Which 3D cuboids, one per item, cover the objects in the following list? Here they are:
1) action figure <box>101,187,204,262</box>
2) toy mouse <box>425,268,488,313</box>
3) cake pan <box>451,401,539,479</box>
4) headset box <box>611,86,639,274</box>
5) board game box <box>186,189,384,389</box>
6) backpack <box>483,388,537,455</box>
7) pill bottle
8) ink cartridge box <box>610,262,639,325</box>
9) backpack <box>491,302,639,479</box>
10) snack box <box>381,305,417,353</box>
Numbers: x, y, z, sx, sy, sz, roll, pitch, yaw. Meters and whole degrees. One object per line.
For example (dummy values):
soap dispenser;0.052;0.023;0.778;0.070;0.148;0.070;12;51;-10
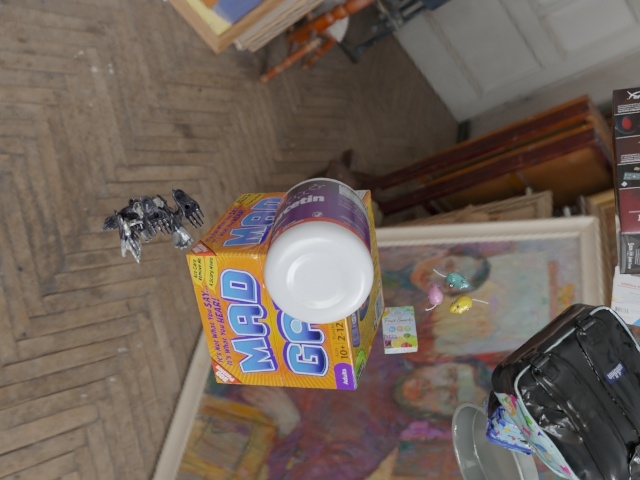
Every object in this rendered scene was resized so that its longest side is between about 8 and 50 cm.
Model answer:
action figure;-0.353;-0.030;1.544;0.164;0.275;0.141;-23;98;-30
toy mouse;0.322;0.119;1.865;0.031;0.161;0.143;91;-23;-56
cake pan;0.394;0.501;1.670;0.054;0.293;0.293;-14;84;-19
headset box;0.561;-0.083;1.262;0.218;0.110;0.293;43;47;-61
board game box;-0.063;0.109;1.820;0.356;0.356;0.356;-59;145;-59
backpack;0.379;0.338;1.382;0.158;0.173;0.117;18;53;2
pill bottle;0.000;0.000;1.330;0.181;0.181;0.323;56;14;-19
ink cartridge box;0.744;0.116;1.738;0.062;0.104;0.181;-55;145;-39
backpack;0.407;0.250;1.140;0.225;0.191;0.253;-37;88;-11
snack box;0.238;0.270;2.241;0.037;0.100;0.141;84;4;-54
